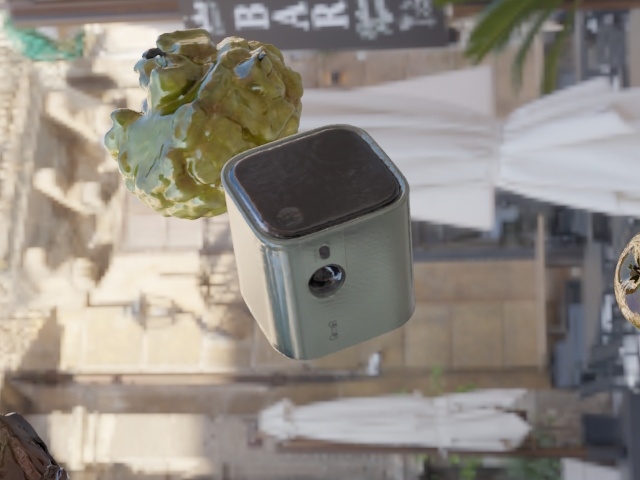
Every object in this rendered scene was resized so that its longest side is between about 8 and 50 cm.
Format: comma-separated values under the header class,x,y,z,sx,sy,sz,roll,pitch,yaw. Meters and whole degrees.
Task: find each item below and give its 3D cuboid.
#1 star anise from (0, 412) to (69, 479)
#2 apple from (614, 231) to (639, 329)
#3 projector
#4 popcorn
class,x,y,z,sx,sy,sz,roll,pitch,yaw
star anise,-0.148,0.238,0.746,0.288,0.088,0.288,167,90,-73
apple,0.271,0.031,0.999,0.089,0.074,0.090,-29,56,57
projector,0.000,0.000,0.668,0.083,0.083,0.082,-126,22,-46
popcorn,-0.122,-0.123,1.336,0.218,0.189,0.169,-49,-35,-28
